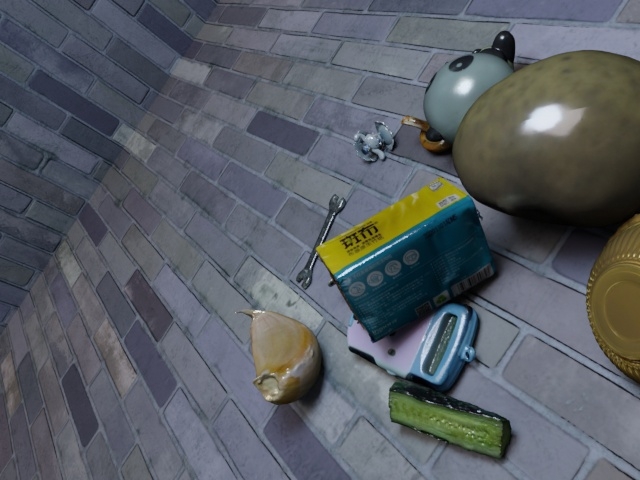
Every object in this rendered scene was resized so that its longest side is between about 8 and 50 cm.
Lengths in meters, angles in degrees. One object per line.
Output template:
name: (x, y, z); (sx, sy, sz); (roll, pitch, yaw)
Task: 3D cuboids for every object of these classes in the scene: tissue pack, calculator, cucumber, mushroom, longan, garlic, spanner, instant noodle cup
tissue pack: (0.153, 0.034, 0.984); (0.271, 0.192, 0.134); (-29, 34, -1)
calculator: (0.169, 0.177, 1.043); (0.293, 0.051, 0.173); (14, 74, 48)
cucumber: (0.217, 0.293, 0.919); (0.211, 0.062, 0.078); (5, 106, 40)
mushroom: (0.244, -0.247, 1.218); (0.129, 0.073, 0.088); (26, 101, 12)
longan: (0.386, -0.152, 0.869); (0.350, 0.288, 0.288); (0, 65, 36)
garlic: (-0.087, 0.241, 1.170); (0.145, 0.164, 0.245); (-62, 32, 21)
spanner: (0.000, 0.000, 1.351); (0.054, 0.015, 0.254); (11, 73, 47)
instant noodle cup: (0.430, 0.087, 0.704); (0.274, 0.090, 0.274); (177, 90, -70)

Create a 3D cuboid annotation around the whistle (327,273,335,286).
whistle: (0.103, 0.029, 1.177); (0.220, 0.107, 0.057); (-41, 49, -4)

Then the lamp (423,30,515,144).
lamp: (0.313, -0.301, 1.102); (0.197, 0.198, 0.244); (-6, 45, 43)

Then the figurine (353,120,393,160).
figurine: (0.129, -0.237, 1.333); (0.086, 0.094, 0.082); (-29, 0, -8)
